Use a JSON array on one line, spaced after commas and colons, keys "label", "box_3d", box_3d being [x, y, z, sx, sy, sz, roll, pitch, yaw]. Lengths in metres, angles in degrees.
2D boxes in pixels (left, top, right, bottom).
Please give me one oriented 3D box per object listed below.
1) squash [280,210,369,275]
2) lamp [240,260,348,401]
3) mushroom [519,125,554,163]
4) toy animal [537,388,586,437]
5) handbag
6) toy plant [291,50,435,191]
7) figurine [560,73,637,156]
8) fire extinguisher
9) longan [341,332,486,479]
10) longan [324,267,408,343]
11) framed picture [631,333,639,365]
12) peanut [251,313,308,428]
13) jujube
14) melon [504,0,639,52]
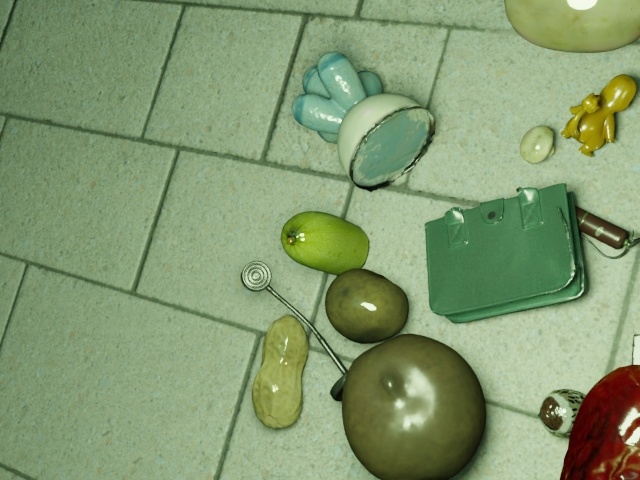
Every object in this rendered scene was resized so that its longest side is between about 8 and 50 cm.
[{"label": "squash", "box_3d": [0.000, 0.000, 1.985, 0.132, 0.247, 0.132, -6, 76, 27]}, {"label": "lamp", "box_3d": [-0.027, 0.181, 1.955, 0.130, 0.108, 0.371, -34, 86, -8]}, {"label": "mushroom", "box_3d": [0.457, -0.199, 1.899, 0.067, 0.083, 0.083, 21, 86, -10]}, {"label": "toy animal", "box_3d": [0.483, 0.327, 1.735, 0.137, 0.098, 0.098, -14, 71, 24]}, {"label": "handbag", "box_3d": [0.367, 0.029, 1.852, 0.326, 0.089, 0.238, -17, 66, 33]}, {"label": "toy plant", "box_3d": [0.069, -0.294, 2.043, 0.247, 0.247, 0.332, -48, 59, 9]}, {"label": "figurine", "box_3d": [0.561, -0.266, 1.830, 0.176, 0.122, 0.121, -48, 58, 10]}, {"label": "fire extinguisher", "box_3d": [0.560, -0.014, 1.815, 0.157, 0.045, 0.078, 31, 120, 29]}, {"label": "longan", "box_3d": [0.181, 0.331, 1.789, 0.297, 0.297, 0.297, -7, 74, 26]}, {"label": "longan", "box_3d": [0.099, 0.141, 1.942, 0.187, 0.167, 0.167, 0, 77, 35]}, {"label": "framed picture", "box_3d": [0.693, 0.340, 1.669, 0.244, 0.013, 0.323, 1, 77, 28]}, {"label": "peanut", "box_3d": [-0.089, 0.292, 2.028, 0.124, 0.123, 0.256, 3, 81, 28]}, {"label": "jujube", "box_3d": [0.546, 0.377, 1.614, 0.223, 0.223, 0.318, 29, 104, 30]}, {"label": "melon", "box_3d": [0.526, -0.495, 1.850, 0.317, 0.223, 0.223, 12, 83, 33]}]
